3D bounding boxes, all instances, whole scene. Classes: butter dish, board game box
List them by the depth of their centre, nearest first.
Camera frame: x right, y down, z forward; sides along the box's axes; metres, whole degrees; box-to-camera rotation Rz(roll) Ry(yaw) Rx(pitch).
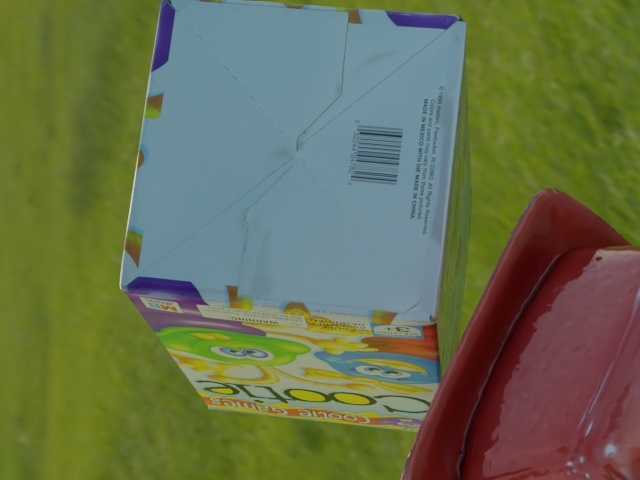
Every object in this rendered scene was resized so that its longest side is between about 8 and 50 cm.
[{"bbox_3d":[0.135,0.072,0.666,0.118,0.160,0.160,-20,35,53],"label":"butter dish"},{"bbox_3d":[0.000,0.000,0.925,0.275,0.142,0.144,73,-157,-72],"label":"board game box"}]
